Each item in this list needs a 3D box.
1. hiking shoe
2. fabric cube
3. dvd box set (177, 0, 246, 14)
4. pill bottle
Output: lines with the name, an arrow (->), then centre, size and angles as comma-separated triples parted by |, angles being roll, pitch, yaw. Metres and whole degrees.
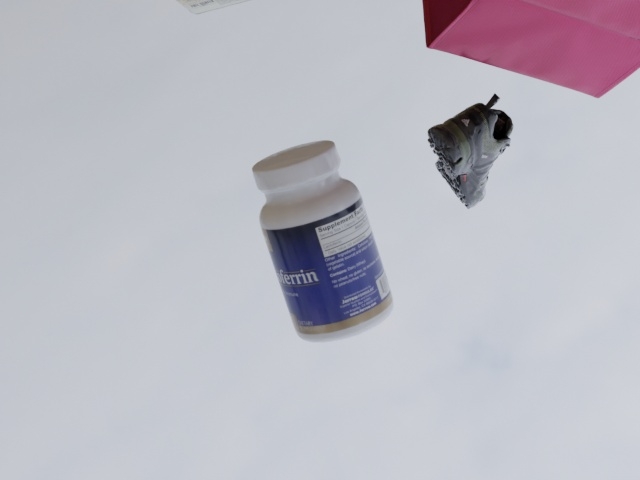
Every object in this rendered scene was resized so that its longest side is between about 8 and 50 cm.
hiking shoe -> 0.217, -0.118, 1.601 | 0.114, 0.086, 0.227 | -35, 161, 1
fabric cube -> 0.290, -0.359, 1.391 | 0.259, 0.258, 0.254 | -40, -137, 53
dvd box set -> -0.114, -0.408, 1.470 | 0.307, 0.062, 0.420 | -12, 168, 18
pill bottle -> 0.000, 0.000, 1.701 | 0.153, 0.265, 0.153 | -17, -166, 4
